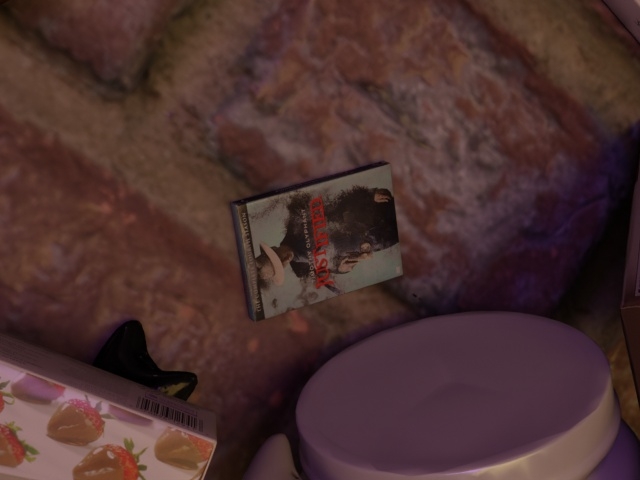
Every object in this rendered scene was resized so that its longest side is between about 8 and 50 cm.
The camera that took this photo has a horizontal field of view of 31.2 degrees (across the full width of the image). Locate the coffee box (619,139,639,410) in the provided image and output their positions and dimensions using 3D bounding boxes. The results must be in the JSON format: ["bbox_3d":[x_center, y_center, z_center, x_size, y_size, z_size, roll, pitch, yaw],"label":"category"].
[{"bbox_3d":[0.287,0.036,0.795,0.119,0.297,0.168,-8,116,22],"label":"coffee box"}]

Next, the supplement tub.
[{"bbox_3d":[0.115,0.241,0.791,0.241,0.241,0.331,-21,113,-21],"label":"supplement tub"}]

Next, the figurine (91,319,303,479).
[{"bbox_3d":[-0.109,0.180,0.690,0.209,0.215,0.092,-53,155,-10],"label":"figurine"}]

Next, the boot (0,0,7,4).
[{"bbox_3d":[-0.258,-0.180,0.507,0.280,0.096,0.264,-39,137,-19],"label":"boot"}]

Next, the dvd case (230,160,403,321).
[{"bbox_3d":[0.000,0.000,0.796,0.119,0.013,0.087,-15,111,-22],"label":"dvd case"}]

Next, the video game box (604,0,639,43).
[{"bbox_3d":[0.298,-0.229,0.867,0.205,0.048,0.187,38,87,-30],"label":"video game box"}]

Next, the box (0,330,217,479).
[{"bbox_3d":[-0.213,0.070,0.607,0.324,0.067,0.063,22,93,-8],"label":"box"}]
